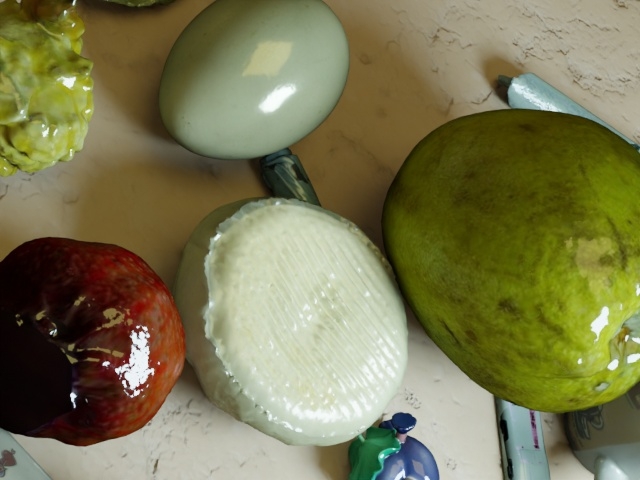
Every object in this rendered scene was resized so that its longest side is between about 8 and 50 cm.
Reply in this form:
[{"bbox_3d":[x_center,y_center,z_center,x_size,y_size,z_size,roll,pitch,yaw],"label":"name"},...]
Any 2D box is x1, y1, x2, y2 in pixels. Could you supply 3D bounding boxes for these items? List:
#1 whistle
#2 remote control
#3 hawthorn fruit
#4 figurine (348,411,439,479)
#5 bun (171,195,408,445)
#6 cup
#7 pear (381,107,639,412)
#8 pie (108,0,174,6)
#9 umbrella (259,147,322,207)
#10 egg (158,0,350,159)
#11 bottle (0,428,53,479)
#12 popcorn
[{"bbox_3d":[0.389,-0.154,1.707,0.312,0.062,0.062,31,57,-16],"label":"whistle"},{"bbox_3d":[0.260,0.271,1.463,0.065,0.029,0.166,9,65,-27],"label":"remote control"},{"bbox_3d":[-0.233,0.098,1.136,0.215,0.250,0.215,0,86,0],"label":"hawthorn fruit"},{"bbox_3d":[0.101,0.293,1.323,0.102,0.111,0.195,-32,91,-19],"label":"figurine"},{"bbox_3d":[-0.039,0.094,1.287,0.287,0.146,0.287,13,65,-29],"label":"bun"},{"bbox_3d":[0.417,0.237,1.433,0.227,0.257,0.301,46,53,-3],"label":"cup"},{"bbox_3d":[0.249,0.014,1.357,0.352,0.352,0.413,9,25,-28],"label":"pear"},{"bbox_3d":[-0.243,-0.403,1.408,0.274,0.105,0.257,-9,83,-33],"label":"pie"},{"bbox_3d":[0.002,-0.001,1.409,0.052,0.053,0.250,-24,82,-37],"label":"umbrella"},{"bbox_3d":[-0.078,-0.192,1.361,0.253,0.188,0.188,-40,93,-32],"label":"egg"},{"bbox_3d":[-0.351,0.189,1.077,0.233,0.110,0.110,48,53,-5],"label":"bottle"},{"bbox_3d":[-0.308,-0.169,1.234,0.168,0.173,0.195,30,51,-1],"label":"popcorn"}]
